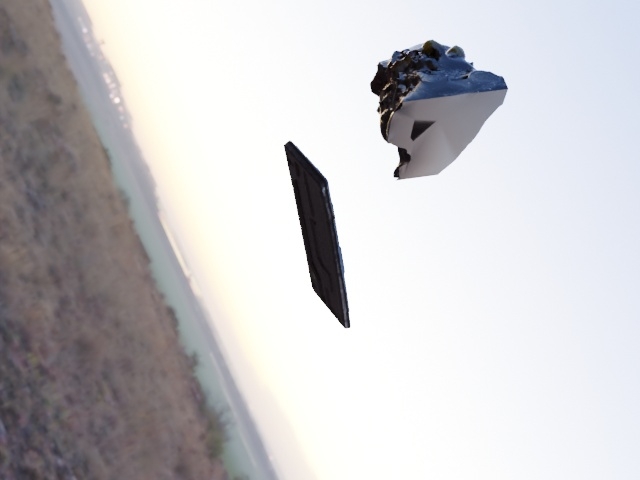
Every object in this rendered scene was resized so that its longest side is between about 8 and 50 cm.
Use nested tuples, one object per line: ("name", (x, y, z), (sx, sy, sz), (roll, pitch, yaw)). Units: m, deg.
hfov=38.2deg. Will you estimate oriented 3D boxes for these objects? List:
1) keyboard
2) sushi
("keyboard", (0.000, 0.000, 0.638), (0.053, 0.010, 0.155), (50, -20, 38))
("sushi", (0.146, -0.200, 1.286), (0.172, 0.153, 0.150), (97, -18, -57))
